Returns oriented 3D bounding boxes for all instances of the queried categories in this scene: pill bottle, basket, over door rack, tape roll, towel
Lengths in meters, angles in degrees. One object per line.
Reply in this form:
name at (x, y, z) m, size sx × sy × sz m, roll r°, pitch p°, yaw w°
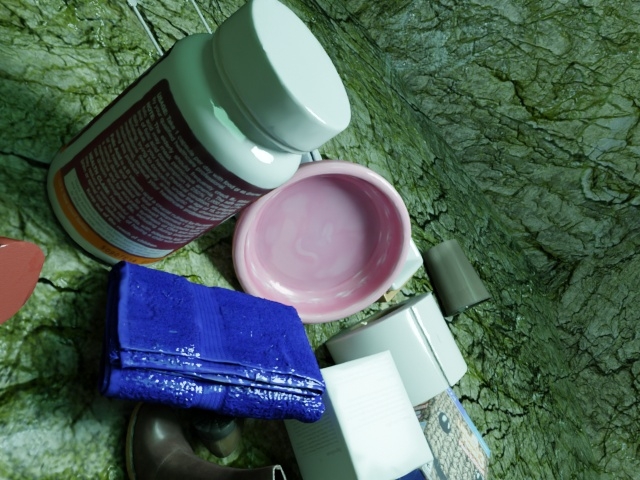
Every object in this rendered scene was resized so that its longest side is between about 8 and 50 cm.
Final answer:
pill bottle at (-0.169, -0.135, 0.742) m, size 0.224 × 0.392 × 0.224 m, roll 39°, pitch 35°, yaw -36°
basket at (0.448, 0.122, 1.807) m, size 0.204 × 0.154 × 0.226 m, roll 1°, pitch 61°, yaw -57°
over door rack at (-0.269, -0.364, 1.058) m, size 0.239 × 0.108 × 0.324 m, roll -64°, pitch 142°, yaw -56°
tape roll at (0.153, 0.232, 1.109) m, size 0.246 × 0.246 × 0.169 m, roll -15°, pitch 78°, yaw -62°
towel at (-0.142, 0.134, 0.750) m, size 0.308 × 0.076 × 0.227 m, roll 19°, pitch 30°, yaw -30°

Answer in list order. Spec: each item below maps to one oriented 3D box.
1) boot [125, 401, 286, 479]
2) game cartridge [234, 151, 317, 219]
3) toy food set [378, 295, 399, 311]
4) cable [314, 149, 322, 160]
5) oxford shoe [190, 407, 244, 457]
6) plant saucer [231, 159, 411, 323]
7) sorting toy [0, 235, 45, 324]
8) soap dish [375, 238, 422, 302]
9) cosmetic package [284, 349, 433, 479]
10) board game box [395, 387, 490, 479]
boot at (-0.123, 0.286, 0.638) m, size 0.090 × 0.207 × 0.248 m, roll 7°, pitch 59°, yaw -57°
game cartridge at (-0.101, -0.129, 1.025) m, size 0.060 × 0.196 × 0.294 m, roll -85°, pitch 158°, yaw -57°
toy food set at (0.197, 0.180, 1.466) m, size 0.078 × 0.019 × 0.122 m, roll 56°, pitch 28°, yaw -11°
cable at (-0.089, -0.193, 1.256) m, size 0.257 × 0.089 × 0.257 m, roll 43°, pitch 32°, yaw -32°
oxford shoe at (-0.149, 0.222, 0.811) m, size 0.227 × 0.083 × 0.096 m, roll -91°, pitch 176°, yaw -57°
plant saucer at (0.000, 0.000, 1.007) m, size 0.332 × 0.332 × 0.084 m, roll 44°, pitch 10°, yaw -30°
sorting toy at (-0.439, 0.055, 0.471) m, size 0.126 × 0.127 × 0.365 m, roll 35°, pitch 28°, yaw 12°
soap dish at (0.147, 0.026, 1.417) m, size 0.229 × 0.118 × 0.291 m, roll 62°, pitch 28°, yaw 0°
cosmetic package at (0.050, 0.297, 0.860) m, size 0.151 × 0.151 × 0.183 m, roll -5°, pitch 65°, yaw -37°
board game box at (0.230, 0.472, 1.129) m, size 0.232 × 0.141 × 0.291 m, roll 57°, pitch 29°, yaw -9°
